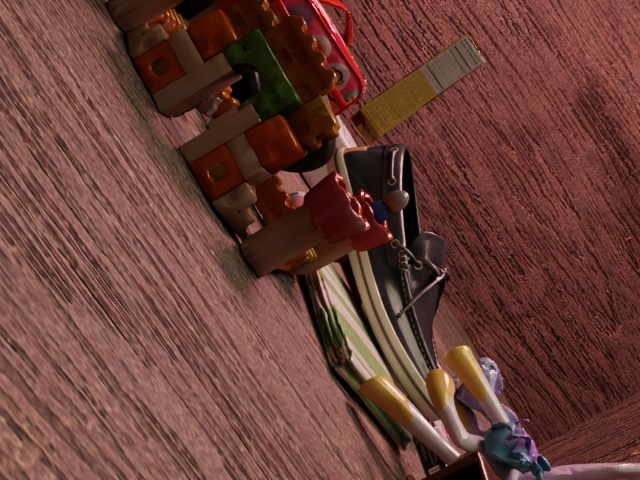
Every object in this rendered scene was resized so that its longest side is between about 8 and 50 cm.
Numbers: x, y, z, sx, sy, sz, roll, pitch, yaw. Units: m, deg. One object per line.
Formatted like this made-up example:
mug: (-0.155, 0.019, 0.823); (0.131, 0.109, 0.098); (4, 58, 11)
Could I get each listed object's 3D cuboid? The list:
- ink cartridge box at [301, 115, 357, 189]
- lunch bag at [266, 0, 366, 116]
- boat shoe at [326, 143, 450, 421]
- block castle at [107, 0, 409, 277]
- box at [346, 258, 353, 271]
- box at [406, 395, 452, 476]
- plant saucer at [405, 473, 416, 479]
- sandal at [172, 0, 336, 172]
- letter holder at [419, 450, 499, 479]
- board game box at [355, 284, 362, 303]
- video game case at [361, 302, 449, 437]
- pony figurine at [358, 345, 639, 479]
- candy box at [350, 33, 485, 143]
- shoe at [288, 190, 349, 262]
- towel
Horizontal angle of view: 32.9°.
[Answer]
ink cartridge box: (-0.032, -0.256, 2.287); (0.289, 0.121, 0.211); (57, 9, -20)
lunch bag: (-0.055, -0.331, 1.929); (0.293, 0.258, 0.120); (52, 11, -41)
boat shoe: (0.143, 0.052, 1.807); (0.187, 0.156, 0.500); (53, 21, -65)
block castle: (-0.069, -0.181, 1.472); (0.453, 0.212, 0.303); (61, 8, 9)
box: (0.073, -0.017, 2.221); (0.180, 0.077, 0.147); (60, 8, 0)
box: (0.194, 0.353, 1.780); (0.114, 0.036, 0.207); (55, 9, -32)
plant saucer: (0.134, 0.358, 1.472); (0.083, 0.015, 0.083); (57, 9, -14)
sandal: (-0.143, -0.281, 1.718); (0.446, 0.167, 0.107); (54, 32, 14)
letter holder: (0.187, 0.415, 1.126); (0.302, 0.152, 0.214); (56, 11, -25)
board game box: (0.131, 0.027, 2.117); (0.145, 0.027, 0.281); (38, 44, -35)
video game case: (0.159, 0.213, 1.964); (0.285, 0.025, 0.204); (58, 21, -15)
pony figurine: (0.255, 0.322, 1.462); (0.351, 0.303, 0.363); (13, 37, -52)
candy box: (0.136, -0.214, 1.546); (0.053, 0.186, 0.109); (56, -5, -3)
shoe: (0.000, 0.000, 1.800); (0.178, 0.063, 0.081); (49, 17, -40)
towel: (0.042, 0.140, 1.638); (0.248, 0.038, 0.325); (53, 9, -40)
